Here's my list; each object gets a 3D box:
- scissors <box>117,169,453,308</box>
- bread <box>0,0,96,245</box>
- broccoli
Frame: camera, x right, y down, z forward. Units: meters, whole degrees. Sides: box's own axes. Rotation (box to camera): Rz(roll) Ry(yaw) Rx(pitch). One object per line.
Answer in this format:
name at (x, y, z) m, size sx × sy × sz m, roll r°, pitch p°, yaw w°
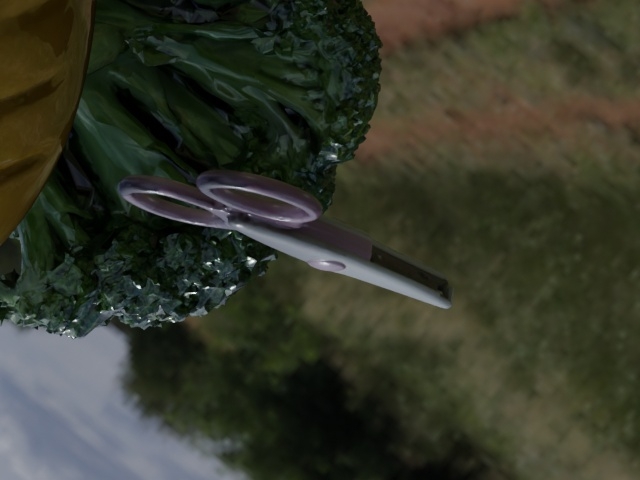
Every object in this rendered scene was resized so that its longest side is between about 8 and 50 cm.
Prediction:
scissors at (0.000, 0.000, 0.737) m, size 0.085 × 0.022 × 0.176 m, roll -4°, pitch 162°, yaw 43°
bread at (-0.093, -0.098, 0.269) m, size 0.091 × 0.142 × 0.305 m, roll 48°, pitch 146°, yaw 31°
broccoli at (-0.100, -0.087, 0.952) m, size 0.241 × 0.269 × 0.262 m, roll 23°, pitch -134°, yaw -51°
